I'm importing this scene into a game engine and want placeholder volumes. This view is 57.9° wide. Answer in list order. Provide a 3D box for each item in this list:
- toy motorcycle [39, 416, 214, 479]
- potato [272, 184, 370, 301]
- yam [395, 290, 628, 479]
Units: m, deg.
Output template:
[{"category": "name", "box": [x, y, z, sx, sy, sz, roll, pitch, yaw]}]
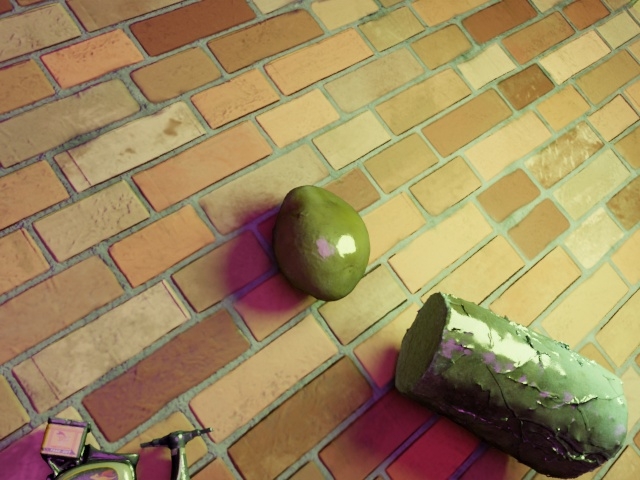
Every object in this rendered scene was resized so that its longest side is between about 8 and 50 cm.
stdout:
[{"category": "toy motorcycle", "box": [-0.279, 0.350, 0.856, 0.263, 0.091, 0.157, 12, 62, -16]}, {"category": "potato", "box": [0.000, 0.000, 1.064, 0.178, 0.160, 0.235, 25, 37, -51]}, {"category": "yam", "box": [0.313, 0.248, 1.016, 0.348, 0.241, 0.240, 28, 62, -5]}]
